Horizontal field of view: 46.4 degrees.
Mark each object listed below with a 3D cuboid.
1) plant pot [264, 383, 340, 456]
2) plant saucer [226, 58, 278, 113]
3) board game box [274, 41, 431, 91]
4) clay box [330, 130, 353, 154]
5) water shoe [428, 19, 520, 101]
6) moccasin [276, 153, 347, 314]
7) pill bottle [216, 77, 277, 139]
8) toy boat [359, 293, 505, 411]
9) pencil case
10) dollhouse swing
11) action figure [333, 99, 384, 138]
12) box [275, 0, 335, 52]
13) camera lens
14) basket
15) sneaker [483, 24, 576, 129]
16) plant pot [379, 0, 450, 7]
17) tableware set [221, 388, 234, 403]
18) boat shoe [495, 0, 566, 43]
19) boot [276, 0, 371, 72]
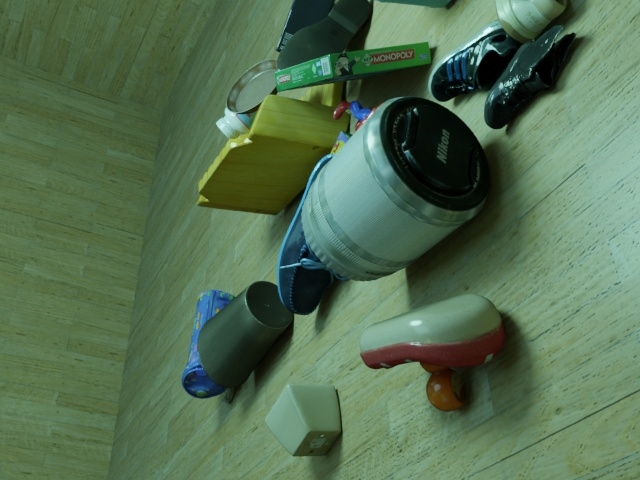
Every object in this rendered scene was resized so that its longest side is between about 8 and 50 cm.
[{"bbox_3d":[-0.023,0.340,1.388,0.109,0.109,0.096,-59,39,29],"label":"plant pot"},{"bbox_3d":[-0.151,-0.360,1.775,0.168,0.029,0.169,-23,45,25],"label":"plant saucer"},{"bbox_3d":[0.056,-0.356,1.543,0.317,0.213,0.046,-165,63,-67],"label":"board game box"},{"bbox_3d":[0.034,-0.112,1.621,0.222,0.053,0.127,-63,25,21],"label":"clay box"},{"bbox_3d":[0.247,-0.278,1.230,0.203,0.072,0.080,-42,40,51],"label":"water shoe"},{"bbox_3d":[0.000,0.000,1.497,0.116,0.137,0.342,32,115,48],"label":"moccasin"},{"bbox_3d":[-0.181,-0.323,1.865,0.160,0.087,0.087,-42,29,5],"label":"pill bottle"},{"bbox_3d":[0.167,0.169,1.063,0.231,0.150,0.151,-29,79,60],"label":"toy boat"},{"bbox_3d":[-0.286,0.263,1.957,0.306,0.119,0.133,-88,3,-47],"label":"pencil case"},{"bbox_3d":[-0.122,-0.277,1.828,0.347,0.315,0.305,-41,50,53],"label":"dollhouse swing"},{"bbox_3d":[0.097,-0.210,1.503,0.139,0.091,0.280,-66,22,0],"label":"action figure"},{"bbox_3d":[-0.041,-0.566,1.964,0.261,0.103,0.184,-102,35,-76],"label":"box"},{"bbox_3d":[0.117,-0.078,1.197,0.274,0.219,0.220,-43,37,49],"label":"camera lens"},{"bbox_3d":[-0.173,0.206,1.760,0.227,0.154,0.204,-47,32,39],"label":"basket"},{"bbox_3d":[0.304,-0.235,1.096,0.170,0.051,0.089,-63,20,15],"label":"sneaker"},{"bbox_3d":[0.176,-0.584,1.400,0.248,0.247,0.252,-106,23,-52],"label":"plant pot"},{"bbox_3d":[-0.238,0.340,1.971,0.169,0.020,0.141,-70,23,7],"label":"tableware set"},{"bbox_3d":[0.319,-0.453,1.151,0.098,0.109,0.303,-31,52,50],"label":"boat shoe"},{"bbox_3d":[0.004,-0.457,1.770,0.305,0.112,0.115,-47,-1,-25],"label":"boot"}]
